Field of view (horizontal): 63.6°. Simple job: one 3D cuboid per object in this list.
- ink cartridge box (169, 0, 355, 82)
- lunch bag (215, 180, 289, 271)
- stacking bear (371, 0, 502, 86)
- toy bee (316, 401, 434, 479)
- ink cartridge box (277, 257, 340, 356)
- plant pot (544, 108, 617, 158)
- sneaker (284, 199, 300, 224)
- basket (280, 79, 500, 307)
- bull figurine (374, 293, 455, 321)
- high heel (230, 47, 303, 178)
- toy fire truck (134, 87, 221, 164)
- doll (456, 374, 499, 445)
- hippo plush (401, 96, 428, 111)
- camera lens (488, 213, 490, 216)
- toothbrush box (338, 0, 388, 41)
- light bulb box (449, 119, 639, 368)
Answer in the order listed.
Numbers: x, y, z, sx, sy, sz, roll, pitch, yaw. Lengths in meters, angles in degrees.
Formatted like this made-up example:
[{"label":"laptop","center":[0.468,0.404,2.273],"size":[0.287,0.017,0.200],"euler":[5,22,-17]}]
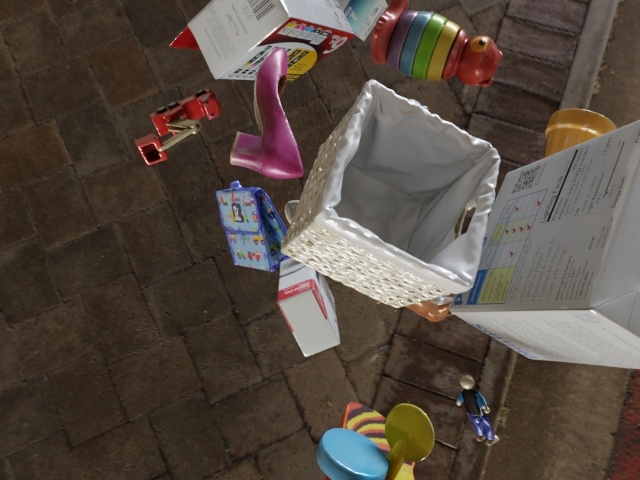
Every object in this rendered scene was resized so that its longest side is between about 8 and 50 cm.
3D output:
[{"label":"ink cartridge box","center":[-0.116,-0.432,1.108],"size":[0.272,0.309,0.130],"euler":[-27,91,31]},{"label":"lunch bag","center":[-0.225,-0.062,1.708],"size":[0.138,0.221,0.293],"euler":[-34,115,-35]},{"label":"stacking bear","center":[0.286,-0.459,1.239],"size":[0.289,0.164,0.175],"euler":[23,67,12]},{"label":"toy bee","center":[0.048,0.272,0.487],"size":[0.162,0.298,0.195],"euler":[26,123,14]},{"label":"ink cartridge box","center":[-0.036,0.177,1.533],"size":[0.114,0.272,0.196],"euler":[-22,111,5]},{"label":"plant pot","center":[0.811,-0.289,1.660],"size":[0.205,0.205,0.187],"euler":[24,84,7]},{"label":"sneaker","center":[-0.007,-0.035,1.335],"size":[0.225,0.093,0.088],"euler":[39,87,22]},{"label":"basket","center":[0.140,-0.073,1.060],"size":[0.332,0.266,0.328],"euler":[26,65,-13]},{"label":"bull figurine","center":[0.265,0.134,1.420],"size":[0.311,0.188,0.101],"euler":[27,52,-29]},{"label":"high heel","center":[-0.059,-0.212,0.847],"size":[0.117,0.082,0.243],"euler":[14,62,2]},{"label":"toy fire truck","center":[-0.277,-0.231,1.024],"size":[0.192,0.047,0.135],"euler":[-28,41,-13]},{"label":"doll","center":[0.417,0.453,1.395],"size":[0.046,0.129,0.188],"euler":[-24,98,-24]},{"label":"hippo plush","center":[0.232,-0.340,1.659],"size":[0.294,0.235,0.236],"euler":[21,110,47]},{"label":"camera lens","center":[0.565,0.019,1.350],"size":[0.275,0.219,0.219],"euler":[29,80,9]},{"label":"toothbrush box","center":[0.043,-0.676,1.383],"size":[0.216,0.295,0.126],"euler":[39,105,8]},{"label":"light bulb box","center":[0.478,0.024,0.939],"size":[0.225,0.361,0.357],"euler":[31,74,-12]}]
